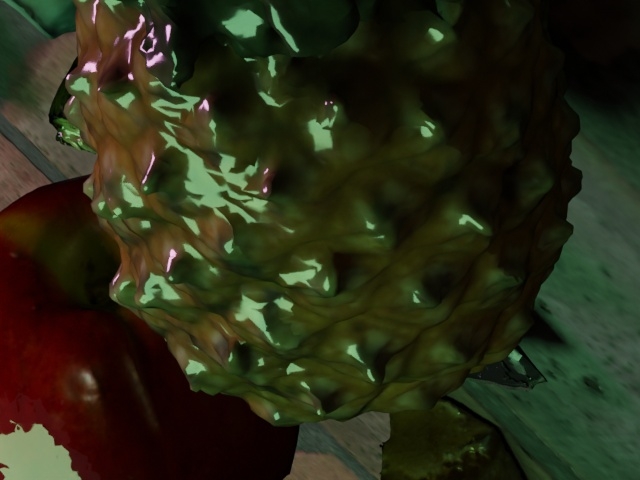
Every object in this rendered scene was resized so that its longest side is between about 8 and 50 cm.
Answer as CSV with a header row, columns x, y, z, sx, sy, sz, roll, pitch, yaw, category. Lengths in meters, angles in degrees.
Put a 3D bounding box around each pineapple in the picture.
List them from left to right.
x,y,z,sx,sy,sz,roll,pitch,yaw,category
-0.008,-0.083,0.472,0.169,0.169,0.340,35,159,23,pineapple

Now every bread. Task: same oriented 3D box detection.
x,y,z,sx,sy,sz,roll,pitch,yaw,category
0.052,0.146,0.994,0.080,0.109,0.084,22,159,42,bread

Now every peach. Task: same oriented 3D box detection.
x,y,z,sx,sy,sz,roll,pitch,yaw,category
-0.100,0.080,0.922,0.196,0.190,0.226,31,148,23,peach

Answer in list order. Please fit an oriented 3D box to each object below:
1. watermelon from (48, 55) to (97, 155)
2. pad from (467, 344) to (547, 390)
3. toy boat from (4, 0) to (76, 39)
x,y,z,sx,sy,sz,roll,pitch,yaw,category
-0.043,-0.041,0.785,0.245,0.063,0.119,18,157,49,watermelon
0.001,0.000,0.875,0.174,0.022,0.233,52,160,-13,pad
-0.169,-0.172,0.790,0.208,0.079,0.134,42,175,-39,toy boat
